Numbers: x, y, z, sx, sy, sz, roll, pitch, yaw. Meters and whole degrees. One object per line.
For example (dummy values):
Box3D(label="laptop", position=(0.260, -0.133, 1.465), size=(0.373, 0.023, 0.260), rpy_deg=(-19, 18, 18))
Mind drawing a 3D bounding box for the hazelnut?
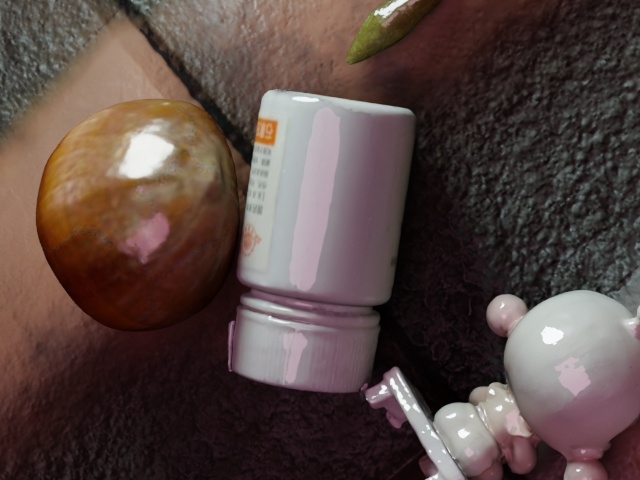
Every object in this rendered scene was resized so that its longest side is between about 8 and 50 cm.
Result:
Box3D(label="hazelnut", position=(-0.155, -0.025, 1.583), size=(0.214, 0.176, 0.214), rpy_deg=(1, 91, 51))

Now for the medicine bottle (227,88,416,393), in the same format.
Box3D(label="medicine bottle", position=(0.000, 0.000, 1.561), size=(0.144, 0.144, 0.252), rpy_deg=(8, 92, 17))

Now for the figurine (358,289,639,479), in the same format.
Box3D(label="figurine", position=(0.178, 0.125, 1.519), size=(0.256, 0.182, 0.144), rpy_deg=(-35, 124, 9))

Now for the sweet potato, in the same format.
Box3D(label="sweet potato", position=(0.078, -0.211, 1.584), size=(0.041, 0.038, 0.153), rpy_deg=(38, 101, -10))
